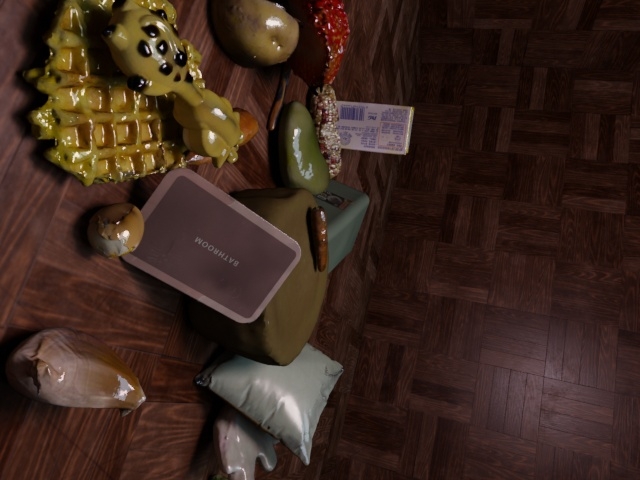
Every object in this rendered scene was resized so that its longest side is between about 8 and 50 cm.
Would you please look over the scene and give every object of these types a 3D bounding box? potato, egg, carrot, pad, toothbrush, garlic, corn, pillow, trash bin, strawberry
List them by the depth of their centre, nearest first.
[{"bbox_3d":[-0.308,0.161,0.565,0.090,0.129,0.198,-57,158,-18],"label":"garlic"},{"bbox_3d":[-0.284,-0.017,0.651,0.083,0.071,0.071,-66,158,-51],"label":"egg"},{"bbox_3d":[-0.170,0.018,0.757,0.176,0.266,0.002,-54,-154,2],"label":"pad"},{"bbox_3d":[-0.193,-0.185,0.862,0.205,0.072,0.072,-54,149,-50],"label":"carrot"},{"bbox_3d":[-0.108,-0.392,0.911,0.243,0.138,0.098,-5,108,-69],"label":"potato"},{"bbox_3d":[0.000,0.001,1.002,0.035,0.036,0.165,-54,145,-55],"label":"carrot"},{"bbox_3d":[0.008,-0.440,1.015,0.233,0.138,0.306,90,-22,-51],"label":"strawberry"},{"bbox_3d":[-0.101,0.322,1.115,0.119,0.310,0.312,-44,-174,32],"label":"pillow"},{"bbox_3d":[-0.085,-0.418,1.159,0.031,0.023,0.320,43,57,-59],"label":"toothbrush"},{"bbox_3d":[-0.001,-0.013,1.340,0.343,0.158,0.222,-47,159,-59],"label":"trash bin"},{"bbox_3d":[0.016,-0.322,1.401,0.098,0.098,0.289,-60,154,-49],"label":"corn"}]

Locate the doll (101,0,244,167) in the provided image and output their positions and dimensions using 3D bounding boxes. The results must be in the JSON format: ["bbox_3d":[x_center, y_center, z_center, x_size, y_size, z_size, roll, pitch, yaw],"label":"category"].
[{"bbox_3d":[-0.188,-0.206,0.643,0.291,0.086,0.117,49,55,-63],"label":"doll"}]

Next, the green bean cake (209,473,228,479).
[{"bbox_3d":[-0.250,0.685,1.032,0.236,0.124,0.232,-26,123,-69],"label":"green bean cake"}]

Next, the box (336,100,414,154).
[{"bbox_3d":[0.181,-0.393,1.607,0.097,0.265,0.168,-48,143,-65],"label":"box"}]

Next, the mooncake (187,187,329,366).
[{"bbox_3d":[-0.128,0.066,1.003,0.378,0.201,0.378,5,90,-71],"label":"mooncake"}]

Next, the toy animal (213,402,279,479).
[{"bbox_3d":[-0.172,0.481,1.137,0.266,0.188,0.307,47,34,-29],"label":"toy animal"}]

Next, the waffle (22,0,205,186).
[{"bbox_3d":[-0.260,-0.203,0.655,0.312,0.060,0.307,49,53,-66],"label":"waffle"}]

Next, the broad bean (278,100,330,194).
[{"bbox_3d":[-0.058,-0.230,1.211,0.189,0.121,0.263,-68,148,-48],"label":"broad bean"}]
